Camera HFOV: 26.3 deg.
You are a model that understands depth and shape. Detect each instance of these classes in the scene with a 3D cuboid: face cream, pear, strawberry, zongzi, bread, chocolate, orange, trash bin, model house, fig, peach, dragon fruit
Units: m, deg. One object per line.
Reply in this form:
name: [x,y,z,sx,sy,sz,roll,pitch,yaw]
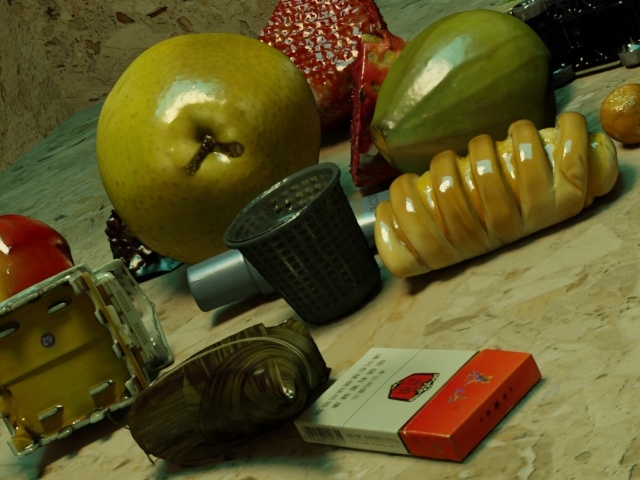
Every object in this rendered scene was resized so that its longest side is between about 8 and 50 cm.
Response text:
face cream: [0.000,0.000,1.904,0.385,0.086,0.135,-22,18,6]
pear: [-0.170,-0.143,2.120,0.362,0.362,0.418,-31,2,-7]
strawberry: [0.017,-0.316,2.500,0.312,0.267,0.351,-52,25,-1]
zongzi: [-0.122,0.180,1.474,0.247,0.111,0.241,-25,2,8]
bread: [0.212,-0.067,1.692,0.311,0.121,0.173,-24,17,13]
chocolate: [-0.302,-0.054,2.364,0.206,0.177,0.224,-20,18,26]
orange: [0.399,-0.161,1.751,0.083,0.070,0.083,-29,28,17]
trash bin: [-0.011,0.014,1.739,0.175,0.161,0.175,-30,16,10]
model house: [-0.336,0.147,1.810,0.224,0.198,0.215,-28,5,6]
fig: [0.184,-0.184,1.841,0.271,0.239,0.239,-23,13,-28]
peach: [-0.529,0.104,2.095,0.338,0.281,0.281,-18,16,-8]
dragon fruit: [0.128,-0.179,2.037,0.161,0.274,0.126,-1,37,-6]

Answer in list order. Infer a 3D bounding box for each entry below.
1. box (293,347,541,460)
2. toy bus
box: [0.093,0.160,1.381,0.139,0.035,0.245,-39,20,-30]
toy bus: [0.420,-0.348,2.124,0.305,0.143,0.179,-13,21,44]
